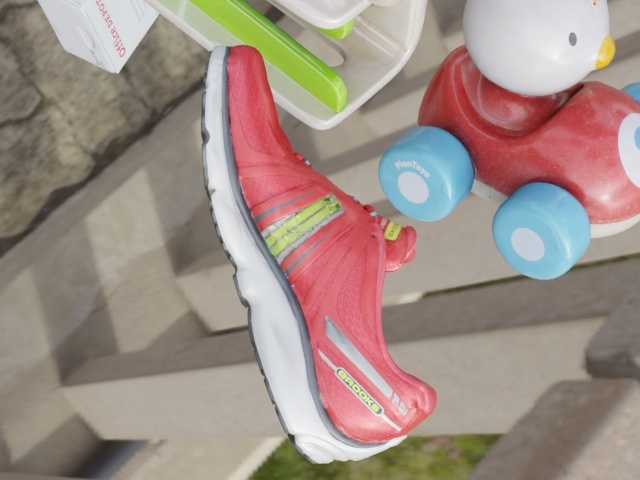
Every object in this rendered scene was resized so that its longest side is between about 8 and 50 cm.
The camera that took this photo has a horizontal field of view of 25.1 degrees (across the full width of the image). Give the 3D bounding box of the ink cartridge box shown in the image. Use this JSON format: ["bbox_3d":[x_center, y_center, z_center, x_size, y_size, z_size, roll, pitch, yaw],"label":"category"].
[{"bbox_3d":[-0.207,-0.280,1.470,0.072,0.127,0.175,25,70,19],"label":"ink cartridge box"}]

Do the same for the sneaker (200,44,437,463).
[{"bbox_3d":[0.000,0.000,0.919,0.118,0.107,0.279,-18,81,0],"label":"sneaker"}]

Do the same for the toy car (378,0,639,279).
[{"bbox_3d":[0.184,-0.137,1.132,0.210,0.238,0.219,28,47,23],"label":"toy car"}]

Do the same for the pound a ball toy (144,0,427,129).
[{"bbox_3d":[-0.032,-0.233,1.031,0.319,0.208,0.136,38,63,20],"label":"pound a ball toy"}]
